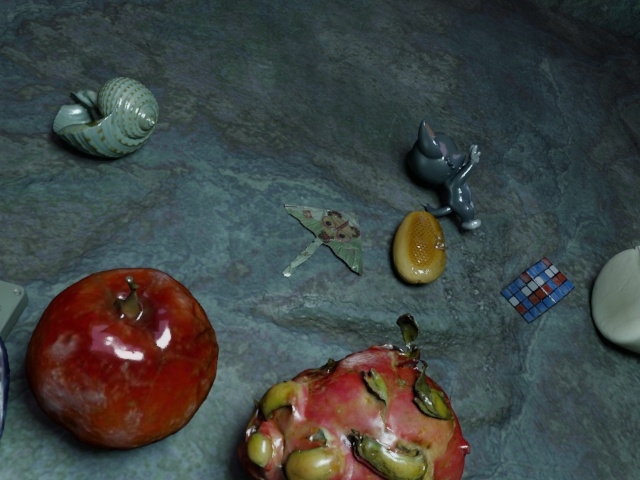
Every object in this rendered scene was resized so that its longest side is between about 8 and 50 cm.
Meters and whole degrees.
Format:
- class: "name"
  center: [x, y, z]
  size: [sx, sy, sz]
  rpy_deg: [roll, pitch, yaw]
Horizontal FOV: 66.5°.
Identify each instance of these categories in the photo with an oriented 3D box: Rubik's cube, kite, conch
- class: "Rubik's cube"
  center: [0.478, 0.108, 1.076]
  size: [0.092, 0.092, 0.092]
  rpy_deg: [-24, 67, -36]
- class: "kite"
  center: [0.000, -0.001, 1.016]
  size: [0.229, 0.012, 0.250]
  rpy_deg: [39, 49, 14]
- class: "conch"
  center: [-0.405, -0.231, 0.951]
  size: [0.200, 0.131, 0.172]
  rpy_deg: [8, 64, 36]

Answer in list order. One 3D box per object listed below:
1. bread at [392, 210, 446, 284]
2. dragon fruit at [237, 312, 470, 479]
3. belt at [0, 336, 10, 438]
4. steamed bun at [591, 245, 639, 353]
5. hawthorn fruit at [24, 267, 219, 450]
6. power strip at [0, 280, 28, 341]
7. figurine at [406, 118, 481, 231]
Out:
- class: "bread"
  center: [0.211, 0.020, 1.047]
  size: [0.114, 0.077, 0.189]
  rpy_deg: [7, 49, 8]
- class: "dragon fruit"
  center: [0.037, 0.269, 0.658]
  size: [0.291, 0.269, 0.250]
  rpy_deg: [7, 41, -22]
- class: "belt"
  center: [-0.465, 0.210, 0.583]
  size: [0.122, 0.128, 0.218]
  rpy_deg: [32, 35, -51]
- class: "steamed bun"
  center: [0.719, 0.149, 1.098]
  size: [0.146, 0.164, 0.241]
  rpy_deg: [22, 47, -7]
- class: "hawthorn fruit"
  center: [-0.250, 0.128, 0.633]
  size: [0.242, 0.271, 0.242]
  rpy_deg: [8, 44, -7]
- class: "power strip"
  center: [-0.540, 0.055, 0.708]
  size: [0.216, 0.061, 0.145]
  rpy_deg: [18, 49, -10]
- class: "figurine"
  center: [0.300, -0.144, 1.186]
  size: [0.140, 0.193, 0.265]
  rpy_deg: [-9, 84, -1]
